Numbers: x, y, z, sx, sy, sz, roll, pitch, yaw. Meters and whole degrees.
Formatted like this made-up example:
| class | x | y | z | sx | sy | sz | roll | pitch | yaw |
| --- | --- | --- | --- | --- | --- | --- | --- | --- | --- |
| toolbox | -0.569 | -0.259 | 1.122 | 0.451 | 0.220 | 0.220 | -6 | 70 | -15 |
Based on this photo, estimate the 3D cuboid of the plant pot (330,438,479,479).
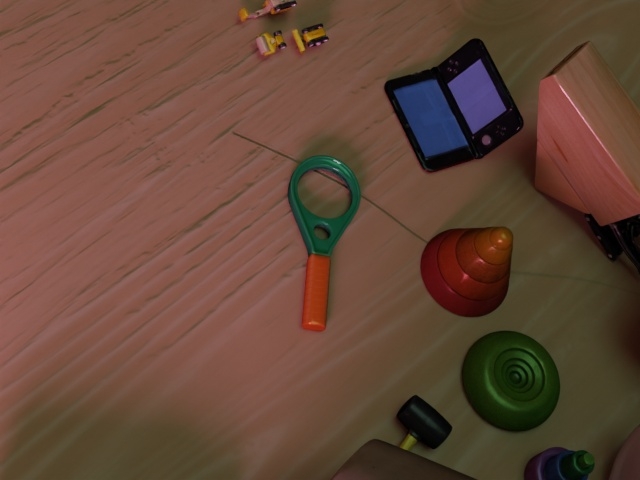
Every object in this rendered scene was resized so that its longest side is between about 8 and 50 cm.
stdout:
| class | x | y | z | sx | sy | sz | roll | pitch | yaw |
| --- | --- | --- | --- | --- | --- | --- | --- | --- | --- |
| plant pot | 0.108 | 0.353 | 1.133 | 0.280 | 0.323 | 0.323 | 36 | 60 | 14 |

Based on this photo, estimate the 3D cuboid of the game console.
| class | x | y | z | sx | sy | sz | roll | pitch | yaw |
| --- | --- | --- | --- | --- | --- | --- | --- | --- | --- |
| game console | 0.175 | -0.179 | 1.513 | 0.085 | 0.124 | 0.144 | -6 | 66 | -49 |

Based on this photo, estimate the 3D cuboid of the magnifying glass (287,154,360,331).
| class | x | y | z | sx | sy | sz | roll | pitch | yaw |
| --- | --- | --- | --- | --- | --- | --- | --- | --- | --- |
| magnifying glass | 0.000 | 0.000 | 1.408 | 0.092 | 0.026 | 0.231 | 11 | 62 | -13 |

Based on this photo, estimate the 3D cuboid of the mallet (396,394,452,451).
| class | x | y | z | sx | sy | sz | roll | pitch | yaw |
| --- | --- | --- | --- | --- | --- | --- | --- | --- | --- |
| mallet | 0.085 | 0.268 | 1.308 | 0.062 | 0.039 | 0.190 | 34 | 65 | -3 |

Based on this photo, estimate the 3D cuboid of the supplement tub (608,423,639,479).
| class | x | y | z | sx | sy | sz | roll | pitch | yaw |
| --- | --- | --- | --- | --- | --- | --- | --- | --- | --- |
| supplement tub | 0.516 | 0.334 | 1.316 | 0.338 | 0.207 | 0.207 | 20 | 62 | -9 |

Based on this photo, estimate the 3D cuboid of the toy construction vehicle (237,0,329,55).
| class | x | y | z | sx | sy | sz | roll | pitch | yaw |
| --- | --- | --- | --- | --- | --- | --- | --- | --- | --- |
| toy construction vehicle | -0.051 | -0.282 | 1.517 | 0.098 | 0.035 | 0.086 | -24 | 86 | -23 |

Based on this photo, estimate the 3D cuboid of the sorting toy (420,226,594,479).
| class | x | y | z | sx | sy | sz | roll | pitch | yaw |
| --- | --- | --- | --- | --- | --- | --- | --- | --- | --- |
| sorting toy | 0.241 | 0.127 | 1.368 | 0.127 | 0.126 | 0.366 | -12 | 70 | -23 |

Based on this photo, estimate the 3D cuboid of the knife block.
| class | x | y | z | sx | sy | sz | roll | pitch | yaw |
| --- | --- | --- | --- | --- | --- | --- | --- | --- | --- |
| knife block | 0.396 | -0.089 | 1.459 | 0.242 | 0.276 | 0.088 | 28 | 56 | 30 |
